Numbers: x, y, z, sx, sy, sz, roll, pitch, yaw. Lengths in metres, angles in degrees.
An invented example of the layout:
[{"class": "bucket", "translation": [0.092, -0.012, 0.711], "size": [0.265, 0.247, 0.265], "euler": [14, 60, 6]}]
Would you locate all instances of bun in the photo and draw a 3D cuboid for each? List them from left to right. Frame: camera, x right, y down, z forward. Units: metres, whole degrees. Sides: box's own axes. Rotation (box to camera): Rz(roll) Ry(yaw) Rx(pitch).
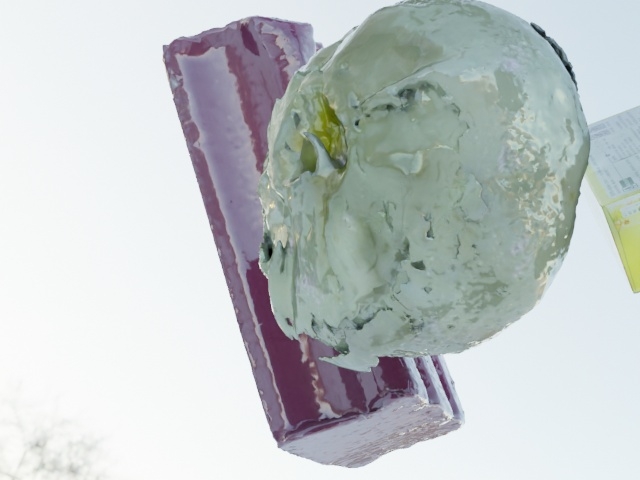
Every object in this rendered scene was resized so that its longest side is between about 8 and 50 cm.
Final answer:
[{"class": "bun", "translation": [0.040, -0.038, 0.688], "size": [0.141, 0.239, 0.239], "euler": [13, -17, -34]}]

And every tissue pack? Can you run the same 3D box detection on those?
[{"class": "tissue pack", "translation": [0.216, -0.037, 0.715], "size": [0.095, 0.176, 0.062], "euler": [-21, -73, 10]}]

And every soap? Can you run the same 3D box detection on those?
[{"class": "soap", "translation": [0.000, 0.000, 0.975], "size": [0.128, 0.359, 0.233], "euler": [-22, -20, 10]}]
